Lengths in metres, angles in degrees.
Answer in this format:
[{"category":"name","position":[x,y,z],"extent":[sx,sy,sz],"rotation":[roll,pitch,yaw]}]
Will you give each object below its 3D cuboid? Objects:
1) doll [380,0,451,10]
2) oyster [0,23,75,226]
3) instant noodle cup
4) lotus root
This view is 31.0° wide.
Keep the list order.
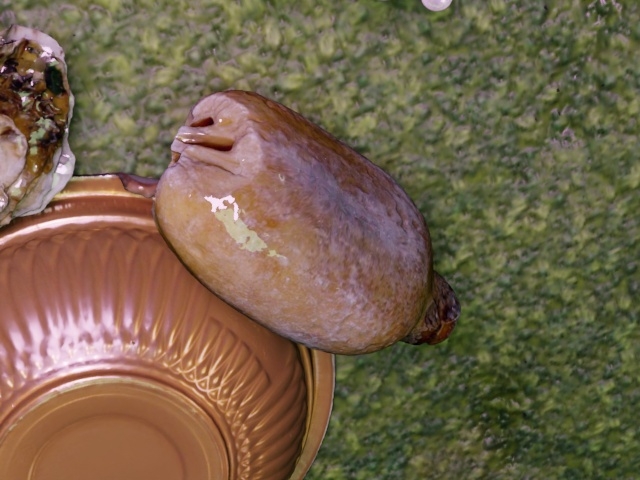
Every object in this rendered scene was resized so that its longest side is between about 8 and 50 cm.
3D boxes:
[{"category":"doll","position":[-0.030,-0.170,0.542],"extent":[0.227,0.057,0.114],"rotation":[21,101,-17]},{"category":"oyster","position":[-0.202,-0.041,0.548],"extent":[0.177,0.064,0.125],"rotation":[-15,116,-13]},{"category":"instant noodle cup","position":[-0.115,0.103,0.614],"extent":[0.274,0.091,0.274],"rotation":[-5,113,-11]},{"category":"lotus root","position":[0.000,0.000,0.590],"extent":[0.192,0.113,0.088],"rotation":[34,138,-27]}]
